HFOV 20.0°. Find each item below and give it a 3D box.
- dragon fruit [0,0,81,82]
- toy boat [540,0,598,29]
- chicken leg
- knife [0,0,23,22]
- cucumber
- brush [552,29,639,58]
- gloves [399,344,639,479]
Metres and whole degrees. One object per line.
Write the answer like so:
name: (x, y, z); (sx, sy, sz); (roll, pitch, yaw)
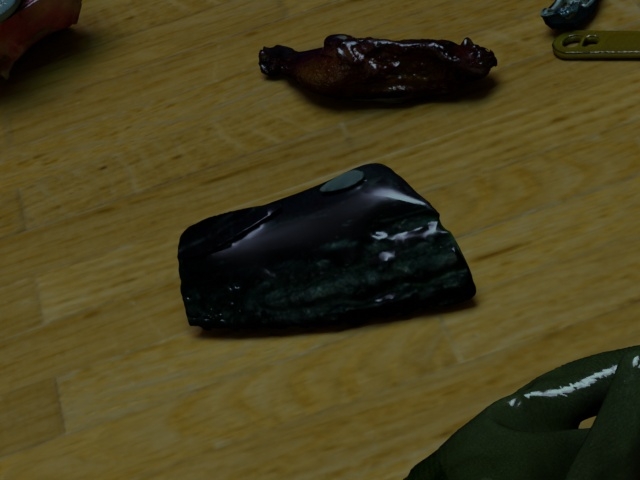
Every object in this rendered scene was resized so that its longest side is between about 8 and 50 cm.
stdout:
dragon fruit: (-0.334, -0.193, 1.553); (0.274, 0.126, 0.161); (16, 50, 13)
toy boat: (0.197, -0.192, 1.406); (0.038, 0.038, 0.083); (6, 35, 29)
chicken leg: (0.037, -0.136, 1.390); (0.205, 0.053, 0.093); (6, 17, 18)
knife: (-0.254, -0.249, 1.511); (0.028, 0.015, 0.210); (4, 48, -7)
cucumber: (0.000, 0.000, 1.199); (0.193, 0.085, 0.115); (-15, 36, 14)
brush: (0.274, -0.143, 1.335); (0.218, 0.010, 0.082); (2, 40, 27)
gloves: (0.123, 0.122, 0.955); (0.268, 0.107, 0.135); (-31, 26, 9)
